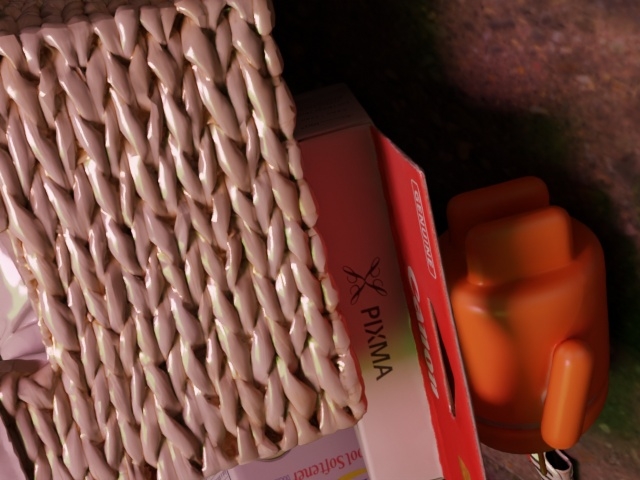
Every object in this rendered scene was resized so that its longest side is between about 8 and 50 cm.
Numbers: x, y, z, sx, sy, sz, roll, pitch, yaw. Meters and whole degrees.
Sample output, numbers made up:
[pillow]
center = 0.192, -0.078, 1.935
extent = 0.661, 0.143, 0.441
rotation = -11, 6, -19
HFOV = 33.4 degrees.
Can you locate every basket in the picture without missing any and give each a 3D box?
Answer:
[basket]
center = -0.154, -0.024, 0.760
extent = 0.331, 0.266, 0.328
rotation = -126, 21, -68

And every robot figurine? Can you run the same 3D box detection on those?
[robot figurine]
center = 0.143, 0.065, 0.768
extent = 0.158, 0.128, 0.219
rotation = 18, 135, 38

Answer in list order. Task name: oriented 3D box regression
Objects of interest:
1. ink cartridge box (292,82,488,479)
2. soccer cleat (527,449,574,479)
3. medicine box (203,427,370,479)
[ink cartridge box]
center = 0.042, 0.056, 0.775
extent = 0.261, 0.066, 0.296
rotation = -114, 10, -69
[soccer cleat]
center = 0.206, 0.204, 0.917
extent = 0.036, 0.029, 0.083
rotation = -17, 104, 58
[medicine box]
center = -0.065, 0.225, 1.051
extent = 0.289, 0.149, 0.263
rotation = 64, 150, 20
